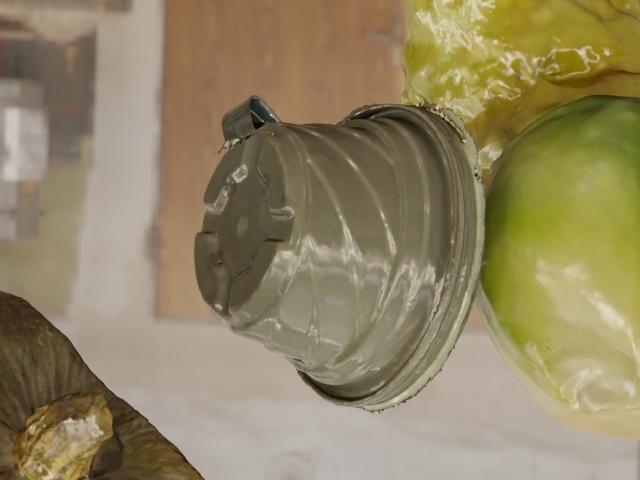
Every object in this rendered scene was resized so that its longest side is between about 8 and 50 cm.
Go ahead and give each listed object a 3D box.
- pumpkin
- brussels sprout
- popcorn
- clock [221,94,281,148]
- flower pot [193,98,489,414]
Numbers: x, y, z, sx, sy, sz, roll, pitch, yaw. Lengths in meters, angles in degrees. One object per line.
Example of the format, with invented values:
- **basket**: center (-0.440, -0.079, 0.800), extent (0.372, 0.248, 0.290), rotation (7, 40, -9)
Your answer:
- **pumpkin**: center (-0.179, 0.166, 1.236), extent (0.139, 0.317, 0.222), rotation (-32, 153, -27)
- **brussels sprout**: center (0.239, 0.010, 1.368), extent (0.259, 0.294, 0.227), rotation (9, 151, 5)
- **popcorn**: center (0.231, -0.115, 1.743), extent (0.292, 0.294, 0.334), rotation (16, 179, 23)
- **clock**: center (-0.045, -0.064, 2.183), extent (0.042, 0.215, 0.215), rotation (-28, 175, 11)
- **flower pot**: center (0.000, 0.000, 1.340), extent (0.140, 0.235, 0.235), rotation (15, 174, -32)
